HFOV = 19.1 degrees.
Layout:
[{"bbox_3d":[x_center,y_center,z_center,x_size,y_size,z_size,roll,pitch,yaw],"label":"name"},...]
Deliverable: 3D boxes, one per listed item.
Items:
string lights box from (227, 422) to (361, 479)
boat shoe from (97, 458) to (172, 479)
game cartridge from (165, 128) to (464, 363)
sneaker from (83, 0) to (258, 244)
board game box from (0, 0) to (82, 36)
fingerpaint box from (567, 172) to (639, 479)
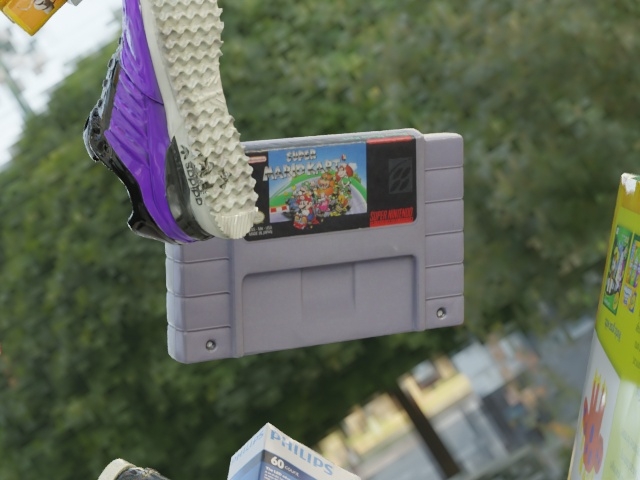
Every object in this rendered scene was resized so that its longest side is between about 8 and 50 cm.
[{"bbox_3d":[-0.037,0.329,2.006,0.077,0.133,0.260,-46,21,32],"label":"string lights box"},{"bbox_3d":[-0.167,0.293,1.512,0.084,0.079,0.233,56,-128,-70],"label":"boat shoe"},{"bbox_3d":[0.000,0.000,2.081,0.355,0.230,0.068,-7,16,-28],"label":"game cartridge"},{"bbox_3d":[-0.163,-0.134,1.746,0.146,0.293,0.102,-10,2,33],"label":"sneaker"},{"bbox_3d":[-0.357,-0.314,1.374,0.050,0.390,0.390,-46,22,-5],"label":"board game box"},{"bbox_3d":[0.288,0.156,1.341,0.163,0.371,0.445,10,4,0],"label":"fingerpaint box"}]
